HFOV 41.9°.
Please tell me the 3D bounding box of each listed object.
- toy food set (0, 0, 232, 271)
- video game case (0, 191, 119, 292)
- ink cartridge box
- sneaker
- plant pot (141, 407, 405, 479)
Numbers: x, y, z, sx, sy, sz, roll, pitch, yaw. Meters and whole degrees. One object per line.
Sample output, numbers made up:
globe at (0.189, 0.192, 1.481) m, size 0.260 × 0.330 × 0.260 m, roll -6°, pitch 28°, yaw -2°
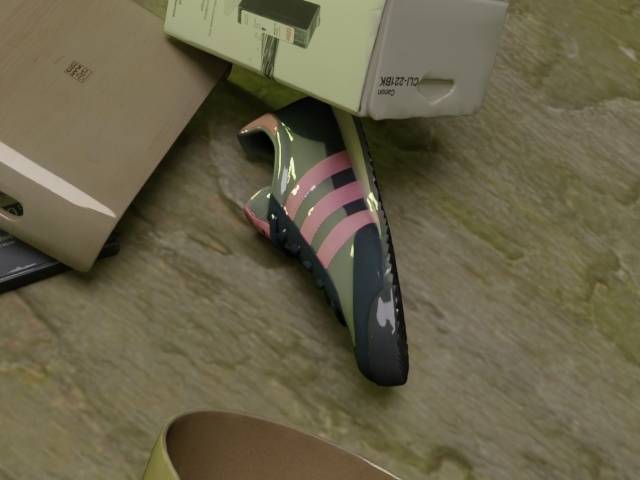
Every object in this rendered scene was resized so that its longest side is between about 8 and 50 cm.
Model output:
toy food set at (-0.244, -0.135, 0.818) m, size 0.219 × 0.092 × 0.306 m, roll 31°, pitch 52°, yaw -7°
video game case at (-0.337, -0.068, 0.813) m, size 0.196 × 0.026 × 0.274 m, roll -20°, pitch 63°, yaw -20°
ink cartridge box at (0.013, -0.215, 0.814) m, size 0.273 × 0.114 × 0.197 m, roll 30°, pitch 27°, yaw 34°
sneaker at (0.000, 0.000, 0.786) m, size 0.131 × 0.112 × 0.319 m, roll -13°, pitch 55°, yaw 2°
plant pot at (-0.014, 0.261, 0.532) m, size 0.284 × 0.284 × 0.191 m, roll 28°, pitch 92°, yaw 9°
